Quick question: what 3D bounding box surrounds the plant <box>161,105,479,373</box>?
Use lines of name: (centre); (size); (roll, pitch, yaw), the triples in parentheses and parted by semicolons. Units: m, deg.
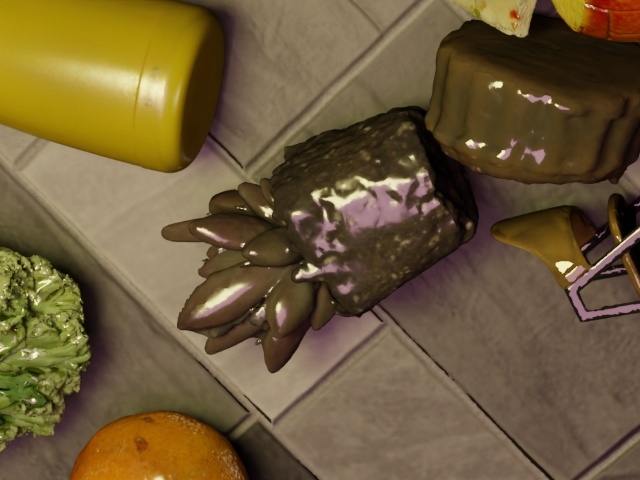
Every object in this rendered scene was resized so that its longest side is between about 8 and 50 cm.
plant: (0.000, 0.000, 1.844); (0.320, 0.181, 0.194); (-25, 107, 19)

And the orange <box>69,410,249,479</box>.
orange: (-0.175, 0.296, 1.975); (0.224, 0.170, 0.224); (13, 115, 29)

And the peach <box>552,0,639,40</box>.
peach: (0.295, -0.315, 1.634); (0.245, 0.274, 0.249); (-37, 91, 8)

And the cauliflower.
cauliflower: (-0.388, 0.135, 1.921); (0.272, 0.250, 0.275); (0, 112, 13)

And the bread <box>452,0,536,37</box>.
bread: (0.162, -0.256, 1.761); (0.028, 0.153, 0.068); (-2, 118, -33)

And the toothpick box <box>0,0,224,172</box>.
toothpick box: (-0.248, -0.180, 1.838); (0.271, 0.175, 0.175); (14, 109, 10)

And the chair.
chair: (0.320, 0.006, 1.797); (0.246, 0.159, 0.172); (-27, 98, 16)

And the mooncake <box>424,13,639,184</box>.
mooncake: (0.214, -0.132, 1.740); (0.228, 0.228, 0.124); (12, 116, 7)
